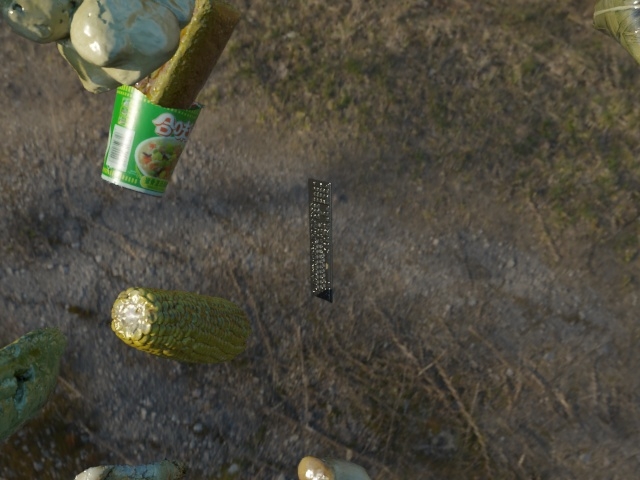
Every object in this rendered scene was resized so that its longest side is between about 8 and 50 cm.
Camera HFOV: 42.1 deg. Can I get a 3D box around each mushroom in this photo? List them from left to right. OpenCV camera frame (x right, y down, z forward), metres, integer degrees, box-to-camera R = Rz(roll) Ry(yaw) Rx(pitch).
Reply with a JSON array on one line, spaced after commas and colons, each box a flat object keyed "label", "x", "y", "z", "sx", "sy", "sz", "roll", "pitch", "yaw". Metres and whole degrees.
[{"label": "mushroom", "x": 0.043, "y": 0.472, "z": 1.654, "sx": 0.084, "sy": 0.209, "sz": 0.071, "roll": 9, "pitch": 79, "yaw": 40}]

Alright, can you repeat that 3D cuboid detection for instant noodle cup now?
[{"label": "instant noodle cup", "x": -0.387, "y": -0.225, "z": 1.857, "sx": 0.207, "sy": 0.207, "sz": 0.233, "roll": 19, "pitch": 93, "yaw": 0}]

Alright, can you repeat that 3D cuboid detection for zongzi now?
[{"label": "zongzi", "x": 0.220, "y": -0.144, "z": 0.591, "sx": 0.040, "sy": 0.076, "sz": 0.083, "roll": 1, "pitch": 83, "yaw": -5}]

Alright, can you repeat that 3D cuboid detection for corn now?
[{"label": "corn", "x": -0.177, "y": 0.121, "z": 1.151, "sx": 0.101, "sy": 0.310, "sz": 0.102, "roll": -3, "pitch": 81, "yaw": 16}]

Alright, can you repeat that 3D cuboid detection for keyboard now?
[{"label": "keyboard", "x": 0.000, "y": 0.000, "z": 1.345, "sx": 0.010, "sy": 0.063, "sz": 0.198, "roll": -10, "pitch": 107, "yaw": -33}]

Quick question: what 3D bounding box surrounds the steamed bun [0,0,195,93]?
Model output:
[{"label": "steamed bun", "x": -0.210, "y": -0.213, "z": 0.737, "sx": 0.177, "sy": 0.106, "sz": 0.192, "roll": 26, "pitch": 42, "yaw": -39}]

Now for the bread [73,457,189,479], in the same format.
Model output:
[{"label": "bread", "x": -0.202, "y": 0.261, "z": 0.827, "sx": 0.129, "sy": 0.126, "sz": 0.044, "roll": 13, "pitch": 40, "yaw": -39}]

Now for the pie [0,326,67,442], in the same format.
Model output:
[{"label": "pie", "x": -0.407, "y": 0.206, "z": 1.039, "sx": 0.090, "sy": 0.201, "sz": 0.248, "roll": 40, "pitch": 18, "yaw": 2}]

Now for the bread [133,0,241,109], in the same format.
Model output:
[{"label": "bread", "x": -0.198, "y": -0.282, "z": 1.206, "sx": 0.103, "sy": 0.132, "sz": 0.172, "roll": 33, "pitch": 105, "yaw": 11}]
